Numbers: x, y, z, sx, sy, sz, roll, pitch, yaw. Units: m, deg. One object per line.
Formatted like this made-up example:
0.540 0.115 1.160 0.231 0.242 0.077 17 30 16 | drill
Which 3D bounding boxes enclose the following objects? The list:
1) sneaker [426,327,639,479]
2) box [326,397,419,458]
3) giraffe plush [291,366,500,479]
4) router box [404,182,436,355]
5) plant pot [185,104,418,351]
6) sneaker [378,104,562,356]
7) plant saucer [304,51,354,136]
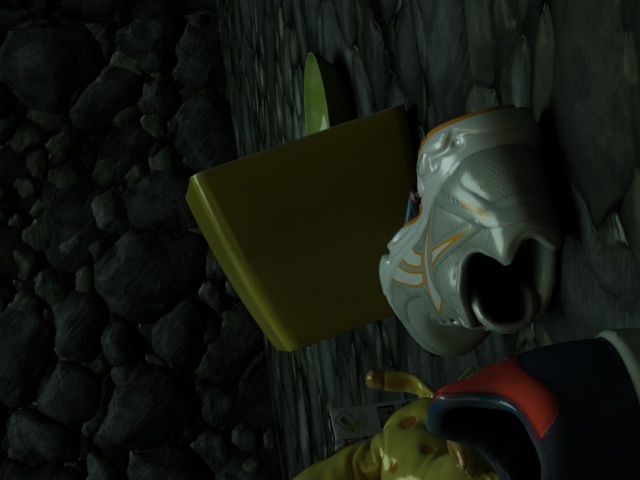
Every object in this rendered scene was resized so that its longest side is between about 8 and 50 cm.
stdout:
0.133 0.209 0.694 0.131 0.148 0.350 93 168 -53 | sneaker
0.063 0.229 1.422 0.207 0.114 0.036 91 170 -49 | box
0.094 0.206 1.107 0.210 0.181 0.170 -62 21 0 | giraffe plush
0.101 0.023 1.234 0.092 0.038 0.122 94 168 -57 | router box
0.000 0.000 1.442 0.212 0.212 0.187 150 100 -82 | plant pot
0.104 0.030 1.002 0.262 0.099 0.121 93 164 -57 | sneaker
0.015 -0.116 1.815 0.241 0.037 0.241 174 90 -84 | plant saucer
